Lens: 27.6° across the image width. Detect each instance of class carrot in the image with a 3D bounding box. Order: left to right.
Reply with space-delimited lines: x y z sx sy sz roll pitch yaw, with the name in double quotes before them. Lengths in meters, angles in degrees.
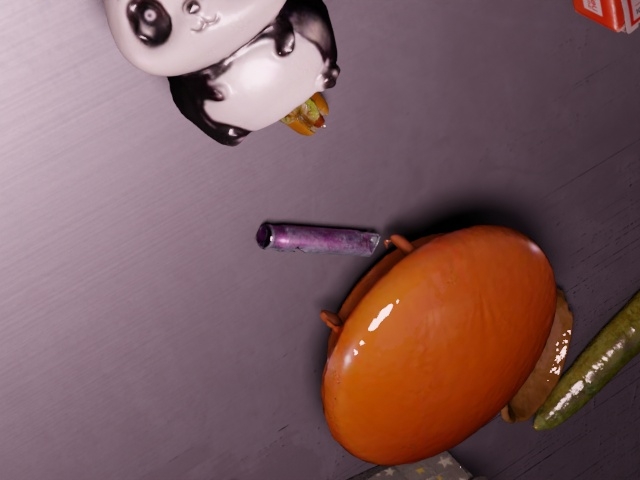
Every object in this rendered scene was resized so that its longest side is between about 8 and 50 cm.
"carrot" 0.452 0.160 1.993 0.358 0.074 0.074 -44 135 0

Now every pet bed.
"pet bed" 0.137 0.422 1.864 0.210 0.159 0.183 -17 127 -28

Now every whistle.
"whistle" 0.000 0.000 1.574 0.176 0.033 0.033 4 115 -38

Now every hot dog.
"hot dog" -0.033 -0.156 1.439 0.056 0.041 0.133 -50 135 2

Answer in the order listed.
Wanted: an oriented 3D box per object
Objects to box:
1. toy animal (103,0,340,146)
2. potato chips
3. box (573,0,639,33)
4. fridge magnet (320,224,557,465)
"toy animal" -0.103 -0.223 1.256 0.187 0.165 0.235 -32 137 8
"potato chips" 0.299 0.161 1.874 0.150 0.049 0.202 4 102 -49
"box" 0.390 -0.357 1.581 0.182 0.099 0.133 -34 131 -14
"fridge magnet" 0.152 0.133 1.682 0.363 0.155 0.364 -20 131 -25
